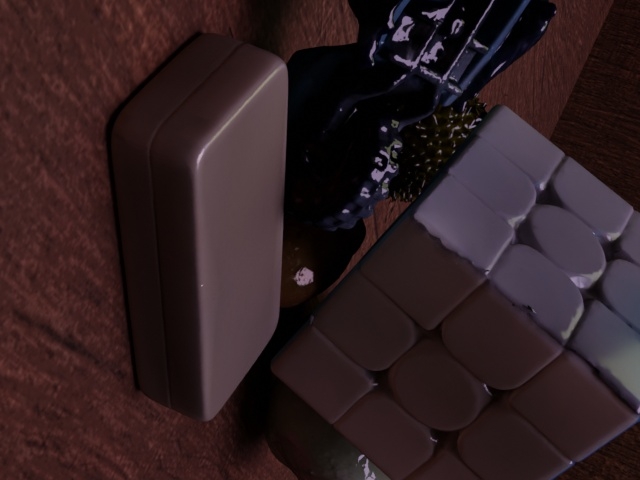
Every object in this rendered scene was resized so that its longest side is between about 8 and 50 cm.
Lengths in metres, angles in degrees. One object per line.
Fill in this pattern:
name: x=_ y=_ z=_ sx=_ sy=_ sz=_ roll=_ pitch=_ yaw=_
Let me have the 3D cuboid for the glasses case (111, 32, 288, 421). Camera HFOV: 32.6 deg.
glasses case: x=-0.094 y=0.001 z=0.907 sx=0.144 sy=0.076 sz=0.336 roll=-53 pitch=158 yaw=-39

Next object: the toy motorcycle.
toy motorcycle: x=0.064 y=-0.217 z=0.943 sx=0.172 sy=0.232 sz=0.416 roll=16 pitch=110 yaw=-43

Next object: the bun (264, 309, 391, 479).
bun: x=0.025 y=0.216 z=1.382 sx=0.293 sy=0.187 sz=0.293 roll=20 pitch=65 yaw=-54

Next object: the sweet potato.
sweet potato: x=0.001 y=-0.001 z=1.182 sx=0.292 sy=0.097 sz=0.097 roll=-32 pitch=142 yaw=-64

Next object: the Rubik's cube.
Rubik's cube: x=0.178 y=0.084 z=1.177 sx=0.291 sy=0.291 sz=0.290 roll=-52 pitch=176 yaw=40

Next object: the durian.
durian: x=0.144 y=-0.153 z=1.355 sx=0.193 sy=0.138 sz=0.237 roll=-23 pitch=132 yaw=-68
